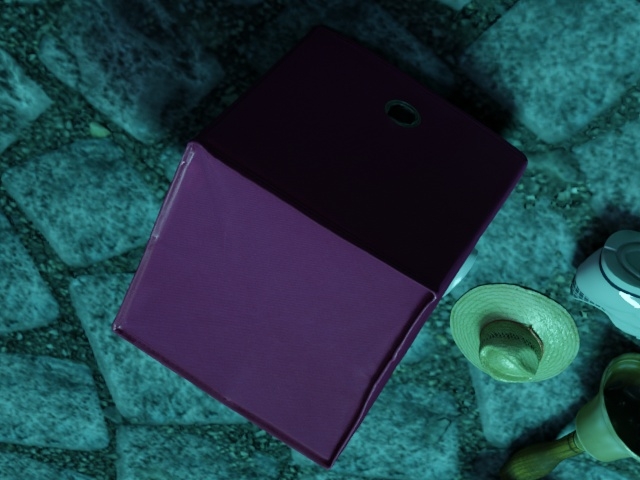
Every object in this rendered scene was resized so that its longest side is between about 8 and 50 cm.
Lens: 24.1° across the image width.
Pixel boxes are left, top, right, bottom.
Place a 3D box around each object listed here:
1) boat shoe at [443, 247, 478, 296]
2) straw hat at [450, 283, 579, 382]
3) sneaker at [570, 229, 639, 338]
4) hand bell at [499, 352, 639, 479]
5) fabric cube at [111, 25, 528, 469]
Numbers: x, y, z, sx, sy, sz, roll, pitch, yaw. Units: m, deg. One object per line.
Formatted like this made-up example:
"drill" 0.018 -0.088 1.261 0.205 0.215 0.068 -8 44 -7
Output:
"boat shoe" 0.107 0.042 1.578 0.040 0.049 0.142 39 130 -14
"straw hat" 0.202 0.119 1.601 0.144 0.061 0.144 8 128 10
"sneaker" 0.369 0.074 1.514 0.235 0.090 0.095 30 142 -3
"hand bell" 0.278 0.225 1.650 0.126 0.126 0.242 37 139 -13
"fabric cube" 0.000 0.000 1.413 0.254 0.258 0.259 33 129 6
